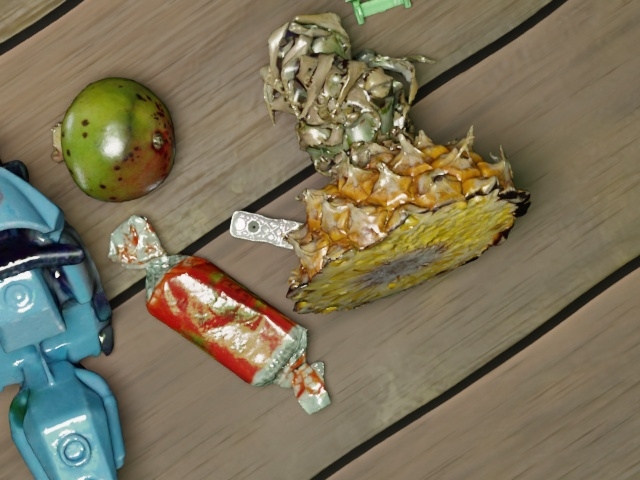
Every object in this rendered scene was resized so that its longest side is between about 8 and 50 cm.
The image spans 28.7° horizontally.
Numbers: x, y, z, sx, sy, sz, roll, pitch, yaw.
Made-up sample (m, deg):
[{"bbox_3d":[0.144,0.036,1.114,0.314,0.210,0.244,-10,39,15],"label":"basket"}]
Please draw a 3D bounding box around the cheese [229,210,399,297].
[{"bbox_3d":[0.000,0.000,1.317,0.192,0.037,0.097,12,94,-5],"label":"cheese"}]

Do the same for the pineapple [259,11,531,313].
[{"bbox_3d":[0.039,-0.101,1.217,0.262,0.262,0.272,-24,72,0],"label":"pineapple"}]

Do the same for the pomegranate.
[{"bbox_3d":[-0.206,-0.101,1.264,0.130,0.130,0.130,0,96,-3],"label":"pomegranate"}]

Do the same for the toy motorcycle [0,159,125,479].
[{"bbox_3d":[-0.287,0.086,1.214,0.172,0.232,0.416,-18,97,-13],"label":"toy motorcycle"}]

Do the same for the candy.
[{"bbox_3d":[-0.101,0.081,1.311,0.292,0.059,0.086,36,94,-5],"label":"candy"}]

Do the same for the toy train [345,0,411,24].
[{"bbox_3d":[0.043,-0.304,1.272,0.099,0.081,0.149,-20,91,0],"label":"toy train"}]
